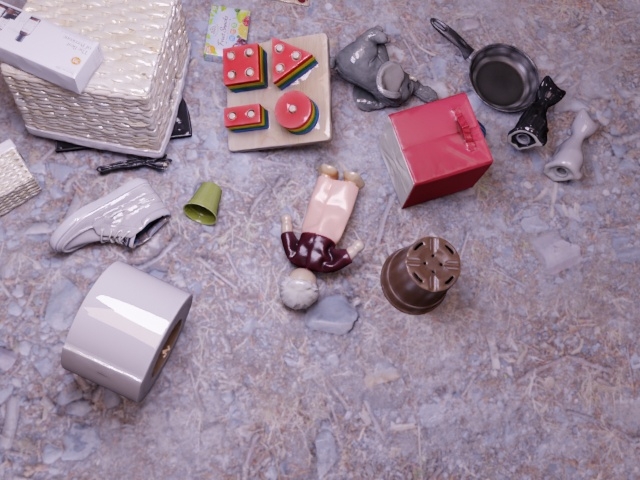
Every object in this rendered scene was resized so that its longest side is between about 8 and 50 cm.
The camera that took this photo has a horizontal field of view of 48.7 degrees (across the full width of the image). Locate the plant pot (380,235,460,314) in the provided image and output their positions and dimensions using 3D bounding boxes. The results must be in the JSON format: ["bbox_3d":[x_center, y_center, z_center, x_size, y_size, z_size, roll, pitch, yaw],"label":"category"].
[{"bbox_3d":[0.233,0.072,1.603,0.166,0.165,0.167,2,74,-7],"label":"plant pot"}]

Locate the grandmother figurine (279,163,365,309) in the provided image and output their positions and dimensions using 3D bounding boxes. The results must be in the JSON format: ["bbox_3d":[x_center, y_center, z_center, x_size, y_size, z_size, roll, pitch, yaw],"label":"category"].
[{"bbox_3d":[0.000,0.000,1.632,0.207,0.104,0.343,15,73,25],"label":"grandmother figurine"}]

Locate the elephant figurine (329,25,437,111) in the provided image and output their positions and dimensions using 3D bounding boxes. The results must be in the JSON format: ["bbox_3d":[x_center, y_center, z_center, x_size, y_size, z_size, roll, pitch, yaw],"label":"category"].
[{"bbox_3d":[0.156,-0.394,1.745,0.186,0.169,0.239,-34,97,13],"label":"elephant figurine"}]

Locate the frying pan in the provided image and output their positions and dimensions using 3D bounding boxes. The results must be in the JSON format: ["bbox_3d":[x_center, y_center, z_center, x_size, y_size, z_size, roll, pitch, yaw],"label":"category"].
[{"bbox_3d":[0.415,-0.439,1.837,0.326,0.053,0.197,16,73,-3],"label":"frying pan"}]

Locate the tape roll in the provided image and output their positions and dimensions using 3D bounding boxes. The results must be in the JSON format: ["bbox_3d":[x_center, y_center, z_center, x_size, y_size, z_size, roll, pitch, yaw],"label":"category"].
[{"bbox_3d":[-0.388,0.185,1.440,0.169,0.246,0.246,25,72,-1],"label":"tape roll"}]

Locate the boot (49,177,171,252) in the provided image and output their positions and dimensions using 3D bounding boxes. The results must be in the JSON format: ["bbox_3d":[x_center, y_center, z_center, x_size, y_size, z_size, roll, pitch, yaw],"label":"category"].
[{"bbox_3d":[-0.460,-0.027,1.567,0.258,0.095,0.123,-38,75,-17],"label":"boot"}]

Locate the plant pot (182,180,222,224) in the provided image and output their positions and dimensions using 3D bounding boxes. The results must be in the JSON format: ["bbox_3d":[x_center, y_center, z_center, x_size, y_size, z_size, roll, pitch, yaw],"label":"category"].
[{"bbox_3d":[-0.264,-0.092,1.630,0.083,0.083,0.079,21,61,-2],"label":"plant pot"}]

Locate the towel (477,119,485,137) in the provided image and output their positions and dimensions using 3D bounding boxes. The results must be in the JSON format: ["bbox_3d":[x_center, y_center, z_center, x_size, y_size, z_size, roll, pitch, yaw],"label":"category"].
[{"bbox_3d":[0.383,-0.279,1.758,0.067,0.119,0.029,38,112,1],"label":"towel"}]

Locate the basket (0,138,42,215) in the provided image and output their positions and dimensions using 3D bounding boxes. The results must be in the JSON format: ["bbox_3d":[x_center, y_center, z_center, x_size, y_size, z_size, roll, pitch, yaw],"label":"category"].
[{"bbox_3d":[-0.713,-0.123,1.552,0.167,0.113,0.103,-37,84,-16],"label":"basket"}]

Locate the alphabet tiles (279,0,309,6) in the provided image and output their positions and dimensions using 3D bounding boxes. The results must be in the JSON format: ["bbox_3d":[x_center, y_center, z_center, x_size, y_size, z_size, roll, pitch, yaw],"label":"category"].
[{"bbox_3d":[-0.113,-0.739,1.874,0.198,0.009,0.237,9,72,-5],"label":"alphabet tiles"}]

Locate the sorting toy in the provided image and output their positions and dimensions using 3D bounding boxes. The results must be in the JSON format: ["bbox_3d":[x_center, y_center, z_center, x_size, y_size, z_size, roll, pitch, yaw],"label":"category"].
[{"bbox_3d":[-0.109,-0.352,1.648,0.255,0.089,0.257,-4,82,16],"label":"sorting toy"}]

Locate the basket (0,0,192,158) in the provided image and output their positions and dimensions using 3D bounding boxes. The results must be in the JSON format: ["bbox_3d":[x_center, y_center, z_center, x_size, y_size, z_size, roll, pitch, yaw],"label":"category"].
[{"bbox_3d":[-0.485,-0.403,1.571,0.331,0.266,0.329,10,68,-1],"label":"basket"}]

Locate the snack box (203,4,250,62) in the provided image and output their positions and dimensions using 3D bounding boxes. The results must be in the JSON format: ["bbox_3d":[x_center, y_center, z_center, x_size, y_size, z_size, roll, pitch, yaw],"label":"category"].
[{"bbox_3d":[-0.234,-0.515,1.774,0.100,0.037,0.141,7,73,-5],"label":"snack box"}]

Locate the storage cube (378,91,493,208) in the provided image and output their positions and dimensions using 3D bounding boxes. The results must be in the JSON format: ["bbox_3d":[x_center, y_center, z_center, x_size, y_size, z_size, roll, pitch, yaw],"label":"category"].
[{"bbox_3d":[0.264,-0.209,1.669,0.193,0.215,0.184,-17,77,-7],"label":"storage cube"}]

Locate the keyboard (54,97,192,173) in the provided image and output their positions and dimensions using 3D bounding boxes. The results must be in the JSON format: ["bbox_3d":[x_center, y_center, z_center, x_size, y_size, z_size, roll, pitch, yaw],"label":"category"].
[{"bbox_3d":[-0.462,-0.242,1.666,0.317,0.033,0.202,-9,69,-10],"label":"keyboard"}]

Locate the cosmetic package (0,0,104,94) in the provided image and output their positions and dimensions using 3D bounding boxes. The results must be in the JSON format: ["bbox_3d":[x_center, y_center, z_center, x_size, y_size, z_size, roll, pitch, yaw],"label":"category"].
[{"bbox_3d":[-0.557,-0.381,1.379,0.239,0.060,0.099,23,69,3],"label":"cosmetic package"}]

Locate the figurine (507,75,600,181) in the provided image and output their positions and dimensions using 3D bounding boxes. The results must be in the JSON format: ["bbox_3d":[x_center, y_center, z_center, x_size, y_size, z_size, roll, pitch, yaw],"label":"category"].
[{"bbox_3d":[0.604,-0.284,1.790,0.215,0.092,0.209,38,67,-12],"label":"figurine"}]
